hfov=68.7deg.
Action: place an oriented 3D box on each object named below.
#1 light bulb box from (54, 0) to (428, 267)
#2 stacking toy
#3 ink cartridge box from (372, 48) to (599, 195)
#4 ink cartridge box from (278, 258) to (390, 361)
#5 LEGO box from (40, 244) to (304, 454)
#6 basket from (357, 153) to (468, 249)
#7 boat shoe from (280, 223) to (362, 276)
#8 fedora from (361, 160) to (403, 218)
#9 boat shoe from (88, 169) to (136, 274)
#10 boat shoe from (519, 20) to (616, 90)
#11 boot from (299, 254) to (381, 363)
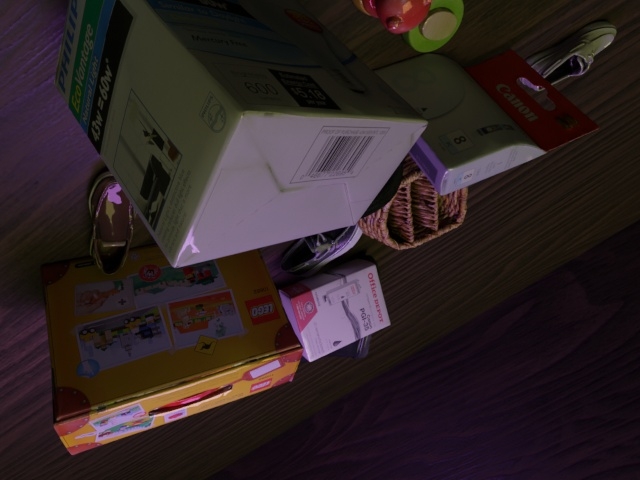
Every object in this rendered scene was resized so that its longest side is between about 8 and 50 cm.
[{"bbox_3d":[-0.112,-0.193,0.662,0.357,0.361,0.225,-14,148,-48],"label":"light bulb box"},{"bbox_3d":[0.244,-0.461,0.836,0.309,0.130,0.279,-41,145,20],"label":"stacking toy"},{"bbox_3d":[0.340,-0.290,0.979,0.384,0.308,0.091,-23,149,-9],"label":"ink cartridge box"},{"bbox_3d":[0.045,0.197,1.386,0.282,0.117,0.207,-20,103,-20],"label":"ink cartridge box"},{"bbox_3d":[-0.346,0.204,1.097,0.499,0.373,0.193,-11,144,-24],"label":"LEGO box"},{"bbox_3d":[0.226,-0.097,1.173,0.213,0.223,0.299,-53,152,-22],"label":"basket"},{"bbox_3d":[0.000,0.000,1.329,0.301,0.108,0.102,-39,148,29],"label":"boat shoe"},{"bbox_3d":[-0.003,-0.150,0.968,0.333,0.334,0.152,-16,163,-19],"label":"fedora"},{"bbox_3d":[-0.425,-0.027,0.972,0.095,0.095,0.258,-6,141,-31],"label":"boat shoe"},{"bbox_3d":[0.633,-0.456,1.172,0.267,0.088,0.096,-24,147,-6],"label":"boat shoe"},{"bbox_3d":[-0.038,0.223,1.499,0.444,0.146,0.367,3,97,-24],"label":"boot"}]
